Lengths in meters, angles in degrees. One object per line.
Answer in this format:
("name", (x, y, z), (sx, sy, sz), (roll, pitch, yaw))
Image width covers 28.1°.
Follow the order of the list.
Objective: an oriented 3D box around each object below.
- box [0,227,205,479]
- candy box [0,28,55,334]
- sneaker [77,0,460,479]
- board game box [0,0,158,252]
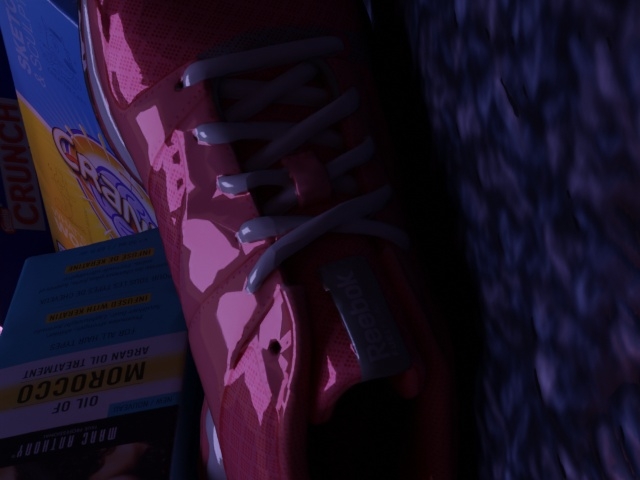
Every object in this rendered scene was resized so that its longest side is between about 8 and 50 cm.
("box", (-0.098, 0.089, 0.563), (0.244, 0.100, 0.060), (-91, -14, -57))
("candy box", (-0.192, -0.024, 1.073), (0.317, 0.122, 0.268), (15, -121, -51))
("sneaker", (0.001, 0.000, 0.455), (0.136, 0.116, 0.314), (-166, 60, -71))
("board game box", (-0.089, -0.016, 0.775), (0.242, 0.064, 0.316), (43, 152, 28))
